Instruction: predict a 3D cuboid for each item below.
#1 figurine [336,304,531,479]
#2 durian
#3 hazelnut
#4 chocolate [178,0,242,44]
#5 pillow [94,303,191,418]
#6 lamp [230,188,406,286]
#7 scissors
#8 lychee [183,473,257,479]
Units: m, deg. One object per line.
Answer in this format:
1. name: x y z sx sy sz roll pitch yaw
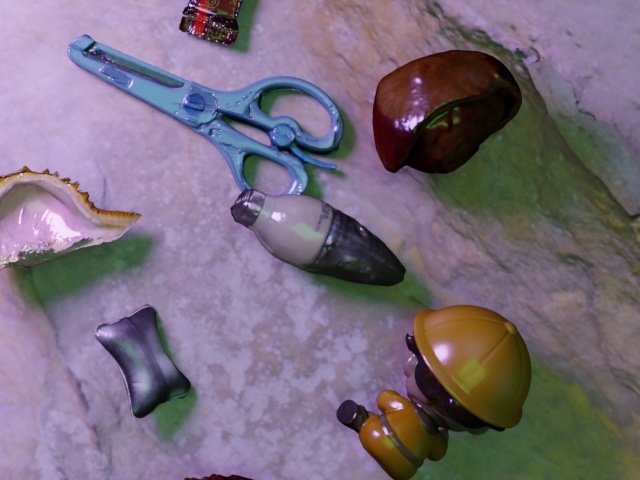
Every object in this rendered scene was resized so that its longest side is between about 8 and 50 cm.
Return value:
1. figurine: 0.164 0.202 1.443 0.192 0.167 0.257 43 84 -19
2. durian: -0.346 -0.021 1.419 0.224 0.078 0.140 0 75 -19
3. hazelnut: 0.167 -0.170 1.453 0.202 0.170 0.160 -9 90 1
4. chocolate: -0.131 -0.354 1.489 0.086 0.028 0.182 13 84 -1
5. pillow: -0.231 0.157 1.435 0.091 0.055 0.135 -23 93 -12
6. lamp: 0.000 0.000 1.458 0.250 0.101 0.101 25 84 -15
7. scissors: -0.154 -0.182 1.474 0.393 0.032 0.180 25 83 -7
8. lychee: -0.124 0.418 1.353 0.264 0.300 0.264 -1 88 31
